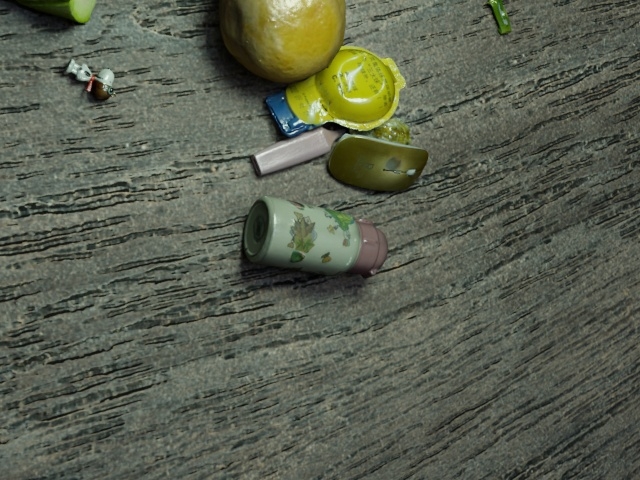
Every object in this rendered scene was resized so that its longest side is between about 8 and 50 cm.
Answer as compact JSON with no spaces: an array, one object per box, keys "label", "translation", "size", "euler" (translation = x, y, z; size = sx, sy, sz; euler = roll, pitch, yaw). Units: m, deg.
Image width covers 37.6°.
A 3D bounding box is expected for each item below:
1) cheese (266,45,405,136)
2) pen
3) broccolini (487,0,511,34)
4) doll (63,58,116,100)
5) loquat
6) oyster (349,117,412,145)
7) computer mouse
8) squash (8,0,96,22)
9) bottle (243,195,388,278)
[{"label":"cheese","translation":[0.033,-0.269,1.709],"size":[0.270,0.069,0.177],"euler":[-24,78,-23]},{"label":"pen","translation":[-0.034,-0.168,1.694],"size":[0.197,0.032,0.053],"euler":[-23,94,-26]},{"label":"broccolini","translation":[0.340,-0.524,1.926],"size":[0.058,0.067,0.216],"euler":[-23,105,-25]},{"label":"doll","translation":[-0.370,-0.259,1.518],"size":[0.085,0.040,0.058],"euler":[9,68,-32]},{"label":"loquat","translation":[-0.066,-0.384,1.611],"size":[0.238,0.193,0.238],"euler":[-9,112,-23]},{"label":"oyster","translation":[0.117,-0.195,1.779],"size":[0.146,0.045,0.122],"euler":[42,53,-19]},{"label":"computer mouse","translation":[0.111,-0.143,1.742],"size":[0.199,0.045,0.102],"euler":[10,125,-28]},{"label":"squash","translation":[-0.497,-0.504,1.463],"size":[0.309,0.210,0.234],"euler":[16,77,3]},{"label":"bottle","translation":[0.000,0.000,1.647],"size":[0.253,0.120,0.120],"euler":[10,80,-29]}]
